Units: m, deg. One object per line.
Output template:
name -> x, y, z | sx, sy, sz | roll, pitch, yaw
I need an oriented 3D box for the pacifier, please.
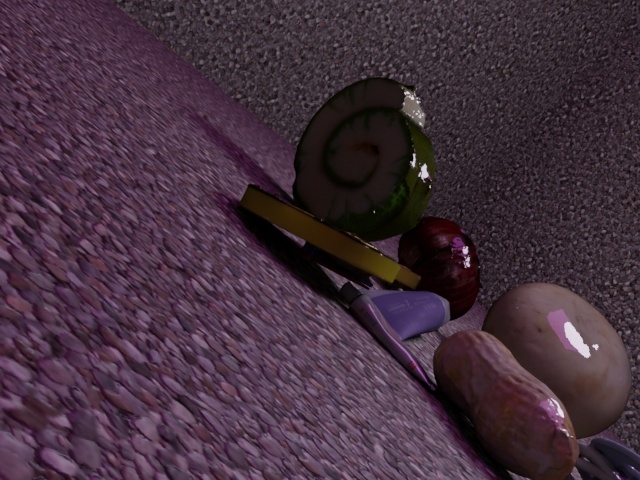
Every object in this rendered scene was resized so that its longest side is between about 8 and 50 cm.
pacifier -> 0.541, 0.373, 1.385 | 0.244, 0.233, 0.299 | 42, -15, 40

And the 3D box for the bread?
bread -> 0.106, -0.176, 1.912 | 0.129, 0.381, 0.366 | 30, 0, -43

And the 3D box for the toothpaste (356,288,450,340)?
toothpaste -> 0.153, 0.127, 1.571 | 0.125, 0.080, 0.371 | 44, 12, 19

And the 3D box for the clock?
clock -> -0.003, 0.003, 1.403 | 0.293, 0.071, 0.277 | 29, -1, -39

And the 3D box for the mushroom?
mushroom -> 0.496, 0.276, 1.919 | 0.362, 0.294, 0.362 | 25, 40, -23

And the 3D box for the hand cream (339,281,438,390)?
hand cream -> 0.106, 0.149, 1.344 | 0.216, 0.038, 0.052 | 50, 33, 17

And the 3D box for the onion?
onion -> 0.250, 0.067, 1.988 | 0.252, 0.219, 0.252 | 172, -90, -75

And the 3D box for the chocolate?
chocolate -> 0.258, 0.231, 1.268 | 0.134, 0.134, 0.309 | 37, 7, -32
